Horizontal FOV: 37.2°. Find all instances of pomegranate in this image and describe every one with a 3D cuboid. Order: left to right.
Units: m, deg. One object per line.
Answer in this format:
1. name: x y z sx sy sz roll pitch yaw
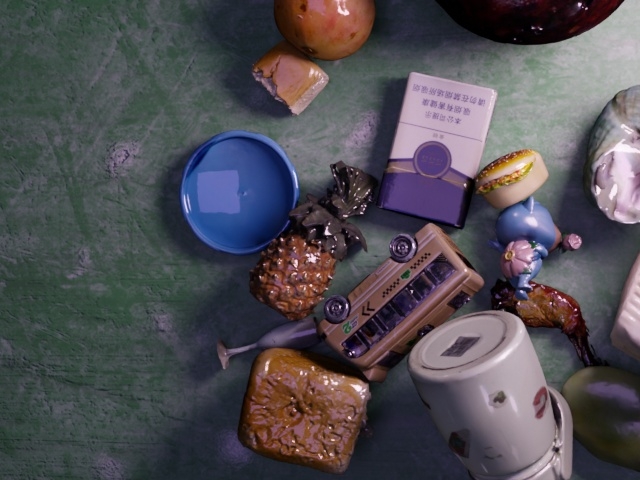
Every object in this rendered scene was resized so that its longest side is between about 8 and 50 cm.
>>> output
1. pomegranate: 0.010 -0.423 1.720 0.191 0.191 0.191 0 91 13

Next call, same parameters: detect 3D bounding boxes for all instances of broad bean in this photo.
1. broad bean: 0.524 0.315 1.658 0.169 0.100 0.228 -40 83 25

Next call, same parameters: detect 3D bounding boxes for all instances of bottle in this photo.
1. bottle: 0.313 0.310 1.634 0.229 0.229 0.351 -23 108 12

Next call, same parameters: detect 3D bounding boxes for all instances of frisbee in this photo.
1. frisbee: -0.154 -0.091 1.833 0.242 0.045 0.242 0 90 12

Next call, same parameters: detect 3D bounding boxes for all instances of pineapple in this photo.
1. pineapple: 0.000 0.000 1.763 0.170 0.141 0.310 33 90 -21

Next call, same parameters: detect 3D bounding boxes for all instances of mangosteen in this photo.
1. mangosteen: 0.364 -0.522 1.544 0.381 0.381 0.421 42 116 9

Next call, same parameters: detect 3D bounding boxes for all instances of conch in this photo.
1. conch: 0.563 -0.159 1.610 0.277 0.195 0.220 -19 72 -15

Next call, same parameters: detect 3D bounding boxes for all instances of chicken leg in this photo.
1. chicken leg: 0.421 0.145 1.705 0.253 0.051 0.106 38 105 9

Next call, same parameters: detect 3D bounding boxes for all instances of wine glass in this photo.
1. wine glass: -0.095 0.193 1.818 0.198 0.066 0.066 -16 87 11

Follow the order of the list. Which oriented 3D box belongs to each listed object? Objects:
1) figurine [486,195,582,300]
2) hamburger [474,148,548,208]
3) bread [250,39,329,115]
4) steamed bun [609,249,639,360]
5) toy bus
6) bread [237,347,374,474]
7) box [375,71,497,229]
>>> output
1. figurine: 0.377 0.018 1.678 0.145 0.114 0.178 12 66 -9
2. hamburger: 0.333 -0.112 1.675 0.127 0.141 0.081 -27 101 47
3. bread: -0.062 -0.312 1.790 0.125 0.082 0.106 47 106 11
4. steamed bun: 0.653 0.053 1.562 0.247 0.236 0.383 30 91 21
5. toy bus: 0.143 0.115 1.704 0.289 0.139 0.157 -43 64 9
6. bread: -0.019 0.310 1.744 0.247 0.176 0.195 15 96 3
7. box: 0.212 -0.163 1.736 0.168 0.071 0.259 14 93 12
